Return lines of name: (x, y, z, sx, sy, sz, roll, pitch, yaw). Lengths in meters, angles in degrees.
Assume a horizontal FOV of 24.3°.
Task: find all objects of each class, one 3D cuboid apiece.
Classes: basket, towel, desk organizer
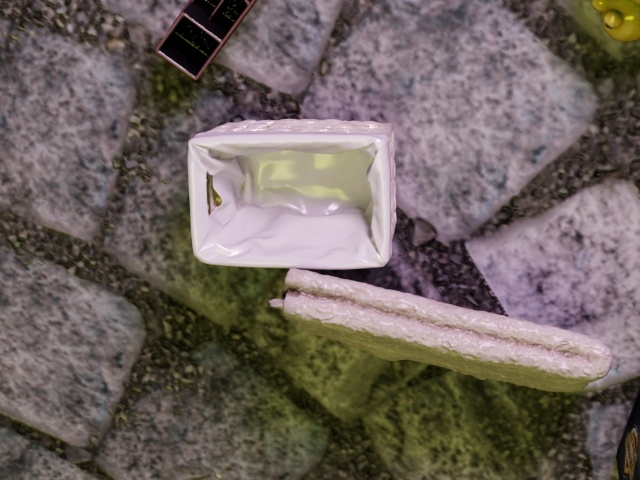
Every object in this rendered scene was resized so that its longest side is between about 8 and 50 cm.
basket: (-0.018, -0.044, 1.254, 0.167, 0.103, 0.113, 1, 107, 10)
towel: (0.101, 0.083, 1.264, 0.282, 0.187, 0.049, 12, 83, 6)
desk organizer: (-0.080, -0.198, 1.224, 0.047, 0.050, 0.130, 36, 118, -8)

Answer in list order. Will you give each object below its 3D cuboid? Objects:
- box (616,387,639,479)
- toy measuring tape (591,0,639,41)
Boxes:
box: (0.303, 0.182, 1.245, 0.051, 0.220, 0.175, 12, 119, 0)
toy measuring tape: (0.278, -0.272, 1.054, 0.121, 0.121, 0.330, 26, 130, -2)
